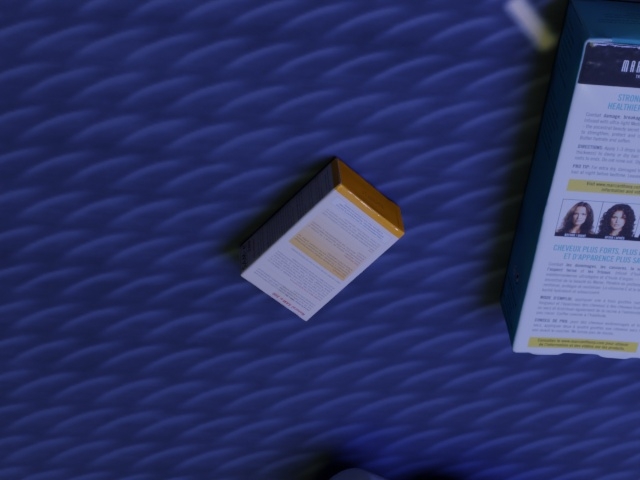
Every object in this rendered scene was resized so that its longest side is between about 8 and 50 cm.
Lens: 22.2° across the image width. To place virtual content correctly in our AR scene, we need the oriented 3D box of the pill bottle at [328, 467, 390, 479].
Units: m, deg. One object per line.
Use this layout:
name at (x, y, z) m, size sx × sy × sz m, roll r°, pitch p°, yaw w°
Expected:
pill bottle at (0.134, 0.290, 1.225) m, size 0.318 × 0.176 × 0.176 m, roll 27°, pitch 118°, yaw -22°

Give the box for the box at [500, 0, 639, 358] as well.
box at (0.191, -0.035, 1.073) m, size 0.100 × 0.060 × 0.244 m, roll 4°, pitch 124°, yaw -8°

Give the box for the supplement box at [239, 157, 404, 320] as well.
supplement box at (0.000, 0.000, 1.095) m, size 0.062 × 0.036 × 0.098 m, roll 37°, pitch 114°, yaw -26°
